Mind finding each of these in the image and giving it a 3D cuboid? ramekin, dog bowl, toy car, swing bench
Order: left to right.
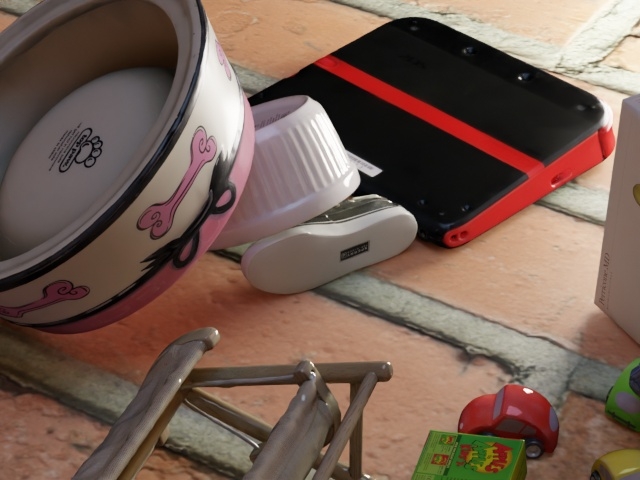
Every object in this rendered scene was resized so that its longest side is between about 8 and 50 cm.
[{"bbox_3d":[-0.244,-0.082,1.713,0.408,0.150,0.408,-23,44,24],"label":"dog bowl"},{"bbox_3d":[-0.095,0.213,1.427,0.254,0.165,0.253,12,37,16],"label":"swing bench"},{"bbox_3d":[-0.070,-0.080,1.817,0.207,0.109,0.207,-20,14,5],"label":"ramekin"},{"bbox_3d":[0.283,0.168,1.591,0.239,0.053,0.225,29,44,34],"label":"toy car"}]

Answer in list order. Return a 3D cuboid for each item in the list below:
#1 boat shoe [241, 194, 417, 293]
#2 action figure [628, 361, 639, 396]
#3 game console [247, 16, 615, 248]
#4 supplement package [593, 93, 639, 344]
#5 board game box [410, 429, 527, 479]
[{"bbox_3d":[0.000,0.000,1.812,0.219,0.078,0.070,-13,37,-31],"label":"boat shoe"},{"bbox_3d":[0.470,0.082,1.492,0.330,0.341,0.178,-27,79,-42],"label":"action figure"},{"bbox_3d":[0.133,-0.143,2.038,0.342,0.060,0.386,-33,46,-31],"label":"game console"},{"bbox_3d":[0.415,-0.026,1.687,0.204,0.262,0.145,-17,39,-23],"label":"supplement package"},{"bbox_3d":[0.120,0.247,1.475,0.092,0.043,0.181,4,35,19],"label":"board game box"}]
